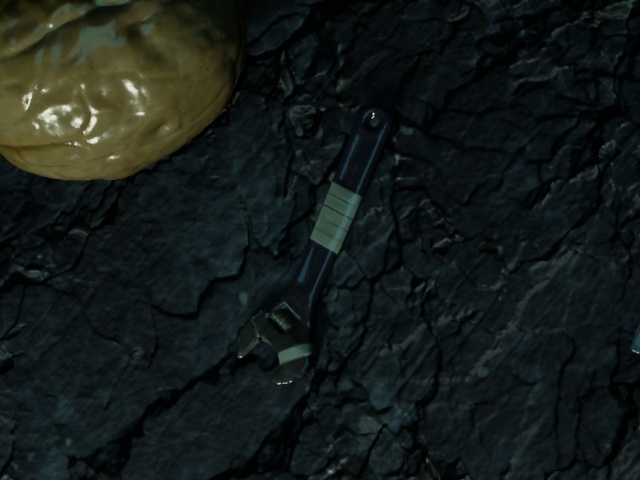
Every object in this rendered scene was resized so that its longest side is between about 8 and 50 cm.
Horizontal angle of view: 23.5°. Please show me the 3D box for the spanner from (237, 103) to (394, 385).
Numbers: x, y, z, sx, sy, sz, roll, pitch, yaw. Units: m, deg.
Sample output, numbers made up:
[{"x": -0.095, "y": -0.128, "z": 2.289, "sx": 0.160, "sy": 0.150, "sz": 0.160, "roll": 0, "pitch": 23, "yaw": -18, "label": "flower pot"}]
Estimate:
[{"x": 0.000, "y": 0.000, "z": 1.614, "sx": 0.087, "sy": 0.024, "sz": 0.316, "roll": 19, "pitch": 82, "yaw": 23, "label": "spanner"}]

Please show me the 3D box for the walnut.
[{"x": -0.225, "y": -0.200, "z": 1.595, "sx": 0.313, "sy": 0.277, "sz": 0.252, "roll": -27, "pitch": 103, "yaw": 2, "label": "walnut"}]

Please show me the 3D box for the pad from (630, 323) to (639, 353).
[{"x": 0.443, "y": 0.079, "z": 1.490, "sx": 0.243, "sy": 0.004, "sz": 0.164, "roll": 22, "pitch": 83, "yaw": 18, "label": "pad"}]
